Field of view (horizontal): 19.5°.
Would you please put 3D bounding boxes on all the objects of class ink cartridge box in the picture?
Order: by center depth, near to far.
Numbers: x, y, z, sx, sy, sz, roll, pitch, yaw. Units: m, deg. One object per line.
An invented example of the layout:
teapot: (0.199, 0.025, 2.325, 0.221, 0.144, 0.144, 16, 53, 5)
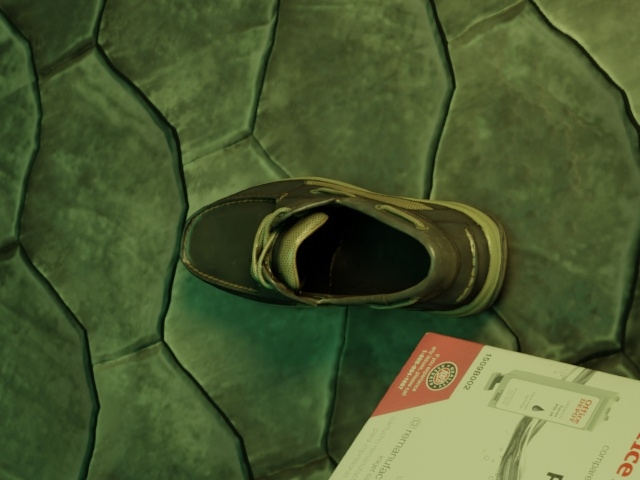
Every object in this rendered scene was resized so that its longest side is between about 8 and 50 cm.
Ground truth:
ink cartridge box: (0.172, 0.207, 1.550, 0.283, 0.117, 0.207, 11, 52, 38)

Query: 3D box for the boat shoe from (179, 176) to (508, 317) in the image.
boat shoe: (0.000, 0.000, 1.745, 0.355, 0.130, 0.132, 1, 86, 35)
